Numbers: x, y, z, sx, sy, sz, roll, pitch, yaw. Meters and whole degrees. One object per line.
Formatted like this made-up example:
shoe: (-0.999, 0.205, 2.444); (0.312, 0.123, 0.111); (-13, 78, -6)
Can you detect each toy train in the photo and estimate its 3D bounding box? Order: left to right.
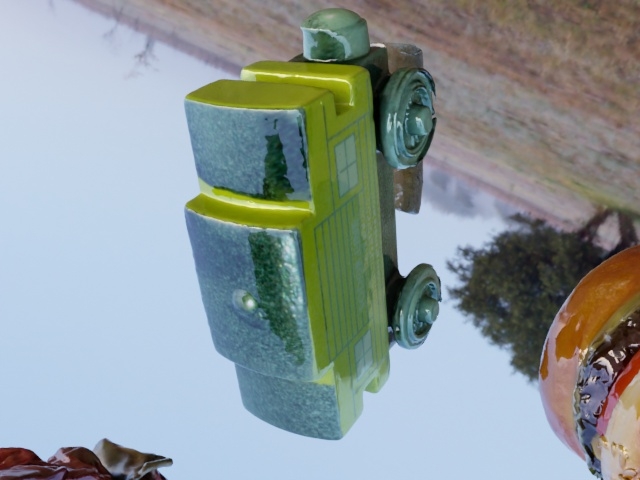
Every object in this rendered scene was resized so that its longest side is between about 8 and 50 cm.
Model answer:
toy train: (0.000, 0.000, 0.773); (0.179, 0.441, 0.272); (12, -146, 31)

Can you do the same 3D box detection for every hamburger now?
hamburger: (0.436, 0.179, 0.846); (0.330, 0.329, 0.250); (18, -168, -22)

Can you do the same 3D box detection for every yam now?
yam: (0.111, -0.169, 1.127); (0.093, 0.259, 0.093); (0, -172, 0)

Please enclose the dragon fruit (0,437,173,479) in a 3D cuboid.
dragon fruit: (-0.217, 0.261, 0.597); (0.152, 0.316, 0.205); (13, -148, 43)
